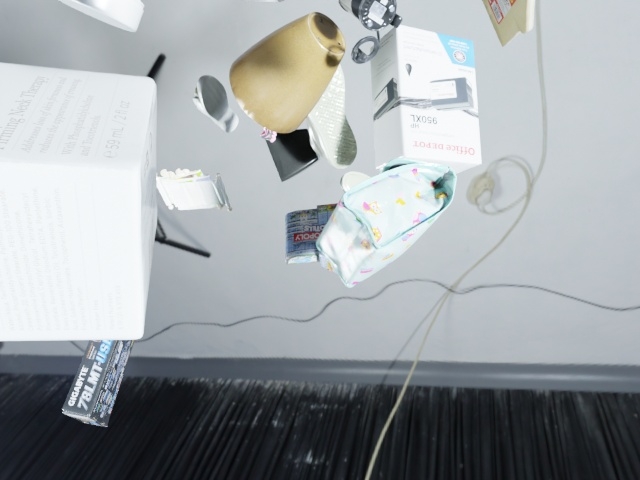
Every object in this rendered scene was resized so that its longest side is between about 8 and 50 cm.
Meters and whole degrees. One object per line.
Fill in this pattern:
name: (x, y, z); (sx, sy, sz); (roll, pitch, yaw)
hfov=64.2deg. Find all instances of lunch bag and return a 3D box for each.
lunch bag: (0.144, -0.051, 1.072); (0.160, 0.262, 0.223); (53, 154, 12)

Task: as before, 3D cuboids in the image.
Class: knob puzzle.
knob puzzle: (0.214, -0.337, 0.596); (0.029, 0.213, 0.213); (-24, 112, 9)

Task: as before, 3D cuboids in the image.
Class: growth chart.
growth chart: (-0.416, -0.163, 1.656); (0.237, 0.021, 0.172); (0, 131, 5)

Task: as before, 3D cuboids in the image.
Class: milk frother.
milk frother: (0.088, -0.477, 1.101); (0.143, 0.135, 0.129); (-42, 131, 14)

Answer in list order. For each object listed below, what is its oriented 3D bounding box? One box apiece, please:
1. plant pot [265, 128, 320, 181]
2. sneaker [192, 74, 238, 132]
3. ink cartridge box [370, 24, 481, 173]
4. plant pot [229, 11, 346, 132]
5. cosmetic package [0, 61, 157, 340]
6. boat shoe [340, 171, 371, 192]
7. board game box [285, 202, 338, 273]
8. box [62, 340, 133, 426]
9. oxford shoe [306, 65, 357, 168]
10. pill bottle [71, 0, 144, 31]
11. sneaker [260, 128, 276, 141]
plant pot: (-0.100, -0.350, 2.018); (0.166, 0.187, 0.188); (-19, 98, 7)
sneaker: (-0.417, -0.520, 1.857); (0.169, 0.108, 0.292); (39, 168, 19)
ink cartridge box: (0.317, -0.408, 1.545); (0.285, 0.166, 0.395); (1, 83, -24)
plant pot: (-0.061, -0.434, 1.272); (0.237, 0.237, 0.254); (48, 135, -14)
cosmetic package: (-0.472, -0.066, 0.806); (0.393, 0.329, 0.328); (2, 127, -15)
boat shoe: (0.188, -0.175, 2.034); (0.340, 0.127, 0.113); (17, 170, -36)
board game box: (0.000, 0.000, 1.341); (0.194, 0.194, 0.060); (-6, 146, 4)
box: (-0.563, 0.324, 1.342); (0.073, 0.296, 0.293); (16, 154, -10)
oxford shoe: (0.004, -0.433, 1.658); (0.130, 0.169, 0.450); (36, 155, 43)
pill bottle: (-0.440, -0.691, 1.124); (0.224, 0.224, 0.392); (22, 99, 2)
sneaker: (-0.161, -0.374, 1.623); (0.057, 0.047, 0.119); (11, 111, -16)
